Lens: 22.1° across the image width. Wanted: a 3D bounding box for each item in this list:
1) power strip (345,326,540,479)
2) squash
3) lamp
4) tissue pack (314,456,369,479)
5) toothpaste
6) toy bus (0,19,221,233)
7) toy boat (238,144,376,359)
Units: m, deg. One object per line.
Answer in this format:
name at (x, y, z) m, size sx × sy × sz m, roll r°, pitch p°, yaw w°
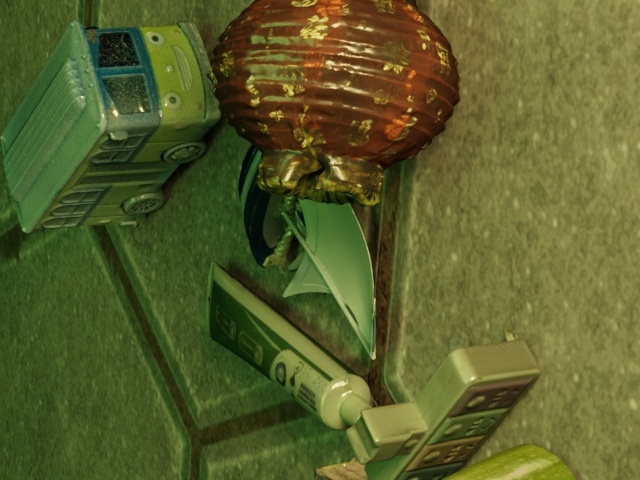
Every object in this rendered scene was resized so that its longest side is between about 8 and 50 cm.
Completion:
power strip at (0.095, 0.169, 1.531) m, size 0.061 × 0.145 × 0.216 m, roll 63°, pitch 142°, yaw 29°
squash at (0.161, 0.272, 1.473) m, size 0.170 × 0.123 × 0.170 m, roll 7°, pitch 99°, yaw 53°
lamp at (0.011, -0.147, 1.536) m, size 0.247 × 0.247 × 0.247 m, roll 14°, pitch 106°, yaw 57°
tissue pack at (0.059, 0.363, 1.689) m, size 0.173 × 0.073 × 0.235 m, roll 21°, pitch 114°, yaw 55°
toothpaste at (-0.041, 0.128, 1.835) m, size 0.392 × 0.061 × 0.099 m, roll 33°, pitch 122°, yaw 56°
toy bus at (-0.265, -0.138, 2.033) m, size 0.312 × 0.190 × 0.152 m, roll -43°, pitch 58°, yaw 52°
toy boat at (-0.014, 0.007, 1.764) m, size 0.210 × 0.070 × 0.292 m, roll -41°, pitch 63°, yaw 58°
